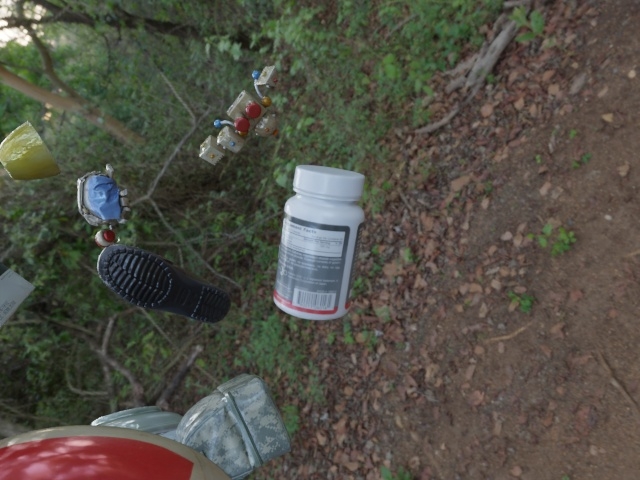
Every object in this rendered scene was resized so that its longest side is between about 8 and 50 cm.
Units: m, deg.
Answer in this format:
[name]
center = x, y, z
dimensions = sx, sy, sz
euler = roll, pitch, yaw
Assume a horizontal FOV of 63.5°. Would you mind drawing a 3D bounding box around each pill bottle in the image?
[pill bottle]
center = 0.000, 0.000, 1.034
dimensions = 0.161, 0.161, 0.283
euler = -141, 56, -64

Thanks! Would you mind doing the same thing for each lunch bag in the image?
[lunch bag]
center = -0.242, 0.489, 1.324
dimensions = 0.212, 0.256, 0.305
euler = 67, 161, 2

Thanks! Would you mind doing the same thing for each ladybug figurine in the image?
[ladybug figurine]
center = -0.297, 0.387, 0.615
dimensions = 0.162, 0.449, 0.305
euler = 133, 141, -80

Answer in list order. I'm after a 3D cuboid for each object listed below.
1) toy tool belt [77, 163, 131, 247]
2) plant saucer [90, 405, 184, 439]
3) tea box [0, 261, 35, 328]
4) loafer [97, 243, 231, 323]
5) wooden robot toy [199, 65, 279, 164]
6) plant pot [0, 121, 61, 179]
[toy tool belt]
center = -0.237, -0.038, 0.573
dimensions = 0.051, 0.052, 0.083
euler = -20, 84, 33
[plant saucer]
center = -0.602, 0.597, 1.620
dimensions = 0.400, 0.400, 0.100
euler = -39, 60, 44
[tea box]
center = -0.842, 0.120, 1.082
dimensions = 0.220, 0.323, 0.329
euler = -46, 19, -3
[loafer]
center = -0.414, 0.118, 1.359
dimensions = 0.130, 0.366, 0.134
euler = 21, 80, 57
[wooden robot toy]
center = -0.097, -0.168, 0.758
dimensions = 0.173, 0.079, 0.076
euler = -48, 37, 16
[plant pot]
center = -0.680, -0.192, 1.190
dimensions = 0.095, 0.134, 0.134
euler = -36, 15, -24
